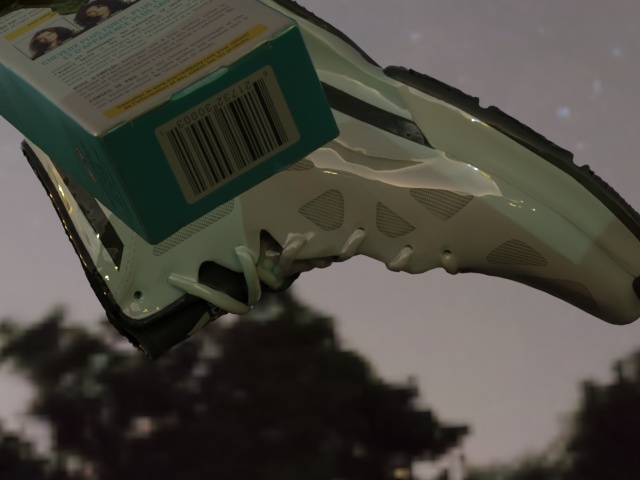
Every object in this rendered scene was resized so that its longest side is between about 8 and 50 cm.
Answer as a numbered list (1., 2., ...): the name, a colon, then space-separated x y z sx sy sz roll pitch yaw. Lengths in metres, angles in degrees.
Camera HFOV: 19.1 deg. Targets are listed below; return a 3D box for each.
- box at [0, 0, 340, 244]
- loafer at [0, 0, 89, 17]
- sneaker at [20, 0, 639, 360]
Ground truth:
1. box: -0.095 -0.083 0.887 0.100 0.060 0.244 -31 31 -14
2. loafer: -0.095 -0.130 0.654 0.268 0.092 0.102 -39 -29 -17
3. sneaker: 0.000 0.000 1.310 0.447 0.257 0.169 29 -5 3
